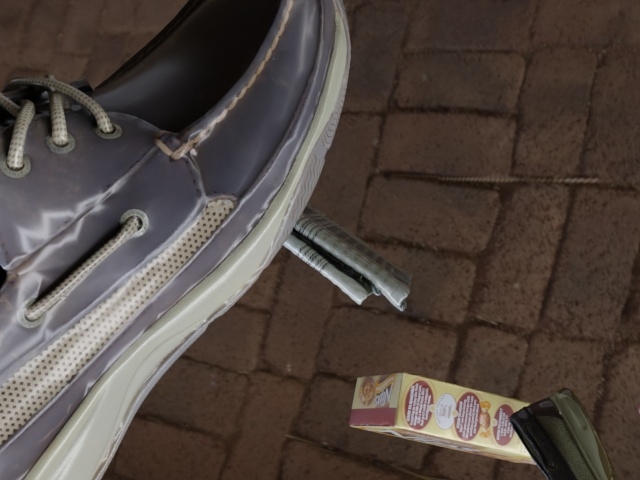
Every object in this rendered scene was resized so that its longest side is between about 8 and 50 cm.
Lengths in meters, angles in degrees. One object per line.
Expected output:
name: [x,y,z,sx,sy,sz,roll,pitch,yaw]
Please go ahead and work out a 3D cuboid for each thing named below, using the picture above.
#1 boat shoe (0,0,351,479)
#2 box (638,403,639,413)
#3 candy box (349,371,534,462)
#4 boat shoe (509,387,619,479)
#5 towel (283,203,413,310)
boat shoe: [-0.112,-0.010,0.364,0.132,0.130,0.355,18,73,47]
box: [0.545,0.192,0.974,0.127,0.148,0.232,-52,10,-34]
candy box: [0.226,0.284,1.241,0.183,0.316,0.087,147,138,-67]
boat shoe: [0.228,0.237,0.672,0.073,0.080,0.223,-22,54,8]
towel: [0.000,0.000,1.205,0.324,0.312,0.056,34,96,5]
